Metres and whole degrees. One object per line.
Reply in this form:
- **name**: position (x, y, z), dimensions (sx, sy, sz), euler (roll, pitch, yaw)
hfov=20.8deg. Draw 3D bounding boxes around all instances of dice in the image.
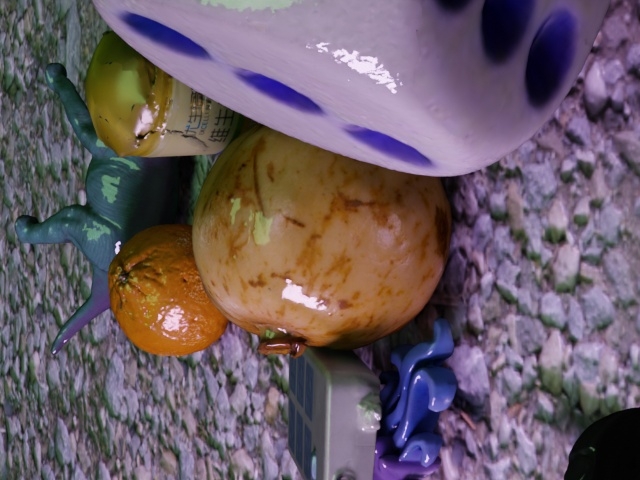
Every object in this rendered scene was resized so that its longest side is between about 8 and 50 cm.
- **dice**: position (0.028, -0.239, 1.223), dimensions (0.304, 0.277, 0.304), euler (19, 79, 36)

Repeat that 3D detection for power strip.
- **power strip**: position (0.007, 0.148, 1.455), dimensions (0.270, 0.046, 0.118), euler (-144, 58, -80)

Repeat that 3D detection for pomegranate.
- **pomegranate**: position (0.000, 0.000, 1.419), dimensions (0.215, 0.215, 0.215), euler (2, 92, 56)

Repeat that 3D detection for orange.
- **orange**: position (-0.152, 0.049, 1.725), dimensions (0.135, 0.118, 0.135), euler (-10, 79, 62)

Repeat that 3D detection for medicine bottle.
- **medicine bottle**: position (-0.088, -0.132, 1.516), dimensions (0.124, 0.239, 0.124), euler (9, 101, 55)

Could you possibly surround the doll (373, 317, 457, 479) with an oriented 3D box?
- **doll**: position (0.070, 0.151, 1.441), dimensions (0.110, 0.067, 0.205), euler (-114, 38, -48)

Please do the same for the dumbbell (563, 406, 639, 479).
- **dumbbell**: position (0.258, 0.157, 1.091), dimensions (0.325, 0.143, 0.143), euler (-31, 65, 52)

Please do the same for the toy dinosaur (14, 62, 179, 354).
- **toy dinosaur**: position (-0.169, -0.033, 1.782), dimensions (0.331, 0.129, 0.383), euler (15, 105, 46)
